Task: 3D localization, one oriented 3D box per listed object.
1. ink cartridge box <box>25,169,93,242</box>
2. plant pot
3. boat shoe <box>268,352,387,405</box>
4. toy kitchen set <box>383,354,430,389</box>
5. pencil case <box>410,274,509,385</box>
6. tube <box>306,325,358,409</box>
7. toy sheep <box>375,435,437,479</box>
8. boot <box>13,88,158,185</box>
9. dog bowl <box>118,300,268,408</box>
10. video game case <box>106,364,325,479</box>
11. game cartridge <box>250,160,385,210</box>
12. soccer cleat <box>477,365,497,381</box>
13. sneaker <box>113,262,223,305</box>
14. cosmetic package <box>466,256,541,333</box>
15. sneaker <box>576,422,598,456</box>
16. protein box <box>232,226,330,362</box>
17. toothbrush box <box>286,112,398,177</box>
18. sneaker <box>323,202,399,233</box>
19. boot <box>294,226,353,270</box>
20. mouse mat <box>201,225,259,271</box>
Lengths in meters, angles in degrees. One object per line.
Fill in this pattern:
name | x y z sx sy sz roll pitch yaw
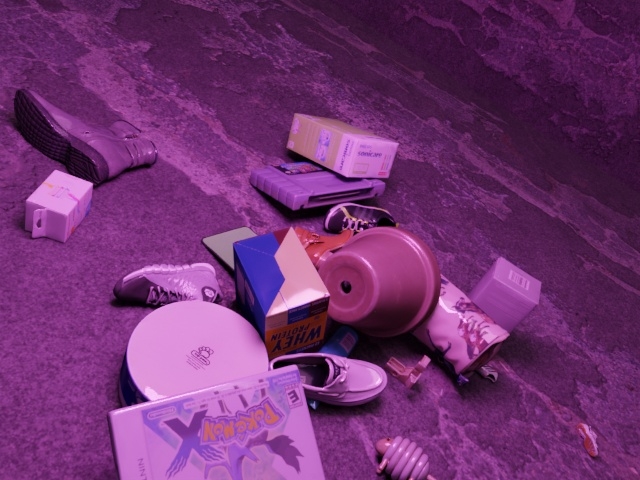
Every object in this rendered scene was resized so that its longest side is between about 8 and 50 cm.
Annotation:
ink cartridge box | -0.584 -0.070 1.183 0.090 0.092 0.143 20 40 -8
plant pot | 0.104 0.095 1.177 0.263 0.263 0.229 46 22 24
boat shoe | 0.017 0.273 1.082 0.268 0.088 0.096 10 57 -11
toy kitchen set | 0.189 0.290 1.206 0.075 0.083 0.068 37 39 14
pencil case | 0.249 0.161 1.318 0.410 0.183 0.160 42 36 23
tube | 0.012 0.269 1.164 0.080 0.052 0.207 33 45 13
toy sheep | 0.164 0.431 1.031 0.132 0.091 0.091 33 38 17
boot | -0.618 -0.284 1.414 0.338 0.118 0.223 43 37 4
dog bowl | -0.235 0.245 1.005 0.265 0.104 0.264 16 39 -13
video game case | -0.146 0.382 0.853 0.329 0.036 0.299 -6 74 -34
game cartridge | -0.007 -0.177 1.605 0.355 0.068 0.230 -13 37 -39
soccer cleat | 0.407 0.324 1.334 0.083 0.029 0.035 31 34 0
sneaker | -0.307 0.119 1.128 0.229 0.086 0.132 -9 52 -38
cosmetic package | 0.435 0.176 1.354 0.127 0.238 0.107 33 41 4
sneaker | 0.657 0.482 1.288 0.037 0.031 0.083 13 40 -16
protein box | -0.089 0.121 1.128 0.136 0.201 0.199 -16 52 -19
toothbrush box | 0.066 -0.299 1.682 0.283 0.122 0.206 29 23 37
sneaker | 0.125 -0.057 1.546 0.235 0.084 0.097 -5 29 -27
boot | 0.000 0.000 1.448 0.153 0.072 0.197 26 35 6
mouse mat | -0.188 0.027 1.336 0.153 0.007 0.190 -19 44 -42
